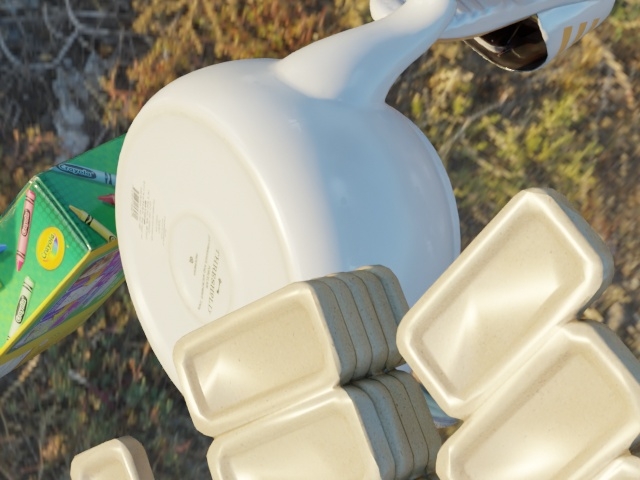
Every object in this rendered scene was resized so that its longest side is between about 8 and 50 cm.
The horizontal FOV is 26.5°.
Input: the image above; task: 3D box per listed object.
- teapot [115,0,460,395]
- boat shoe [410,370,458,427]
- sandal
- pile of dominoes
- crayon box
[{"bbox_3d":[0.000,0.000,0.867,0.187,0.256,0.252,-17,85,-34],"label":"teapot"},{"bbox_3d":[0.024,-0.008,1.048,0.324,0.123,0.116,48,113,12],"label":"boat shoe"},{"bbox_3d":[0.120,-0.157,0.958,0.102,0.076,0.265,31,36,31],"label":"sandal"},{"bbox_3d":[0.037,0.129,0.354,0.040,0.196,0.251,-9,76,-51],"label":"pile of dominoes"},{"bbox_3d":[-0.235,0.020,1.212,0.081,0.278,0.165,51,40,4],"label":"crayon box"}]
